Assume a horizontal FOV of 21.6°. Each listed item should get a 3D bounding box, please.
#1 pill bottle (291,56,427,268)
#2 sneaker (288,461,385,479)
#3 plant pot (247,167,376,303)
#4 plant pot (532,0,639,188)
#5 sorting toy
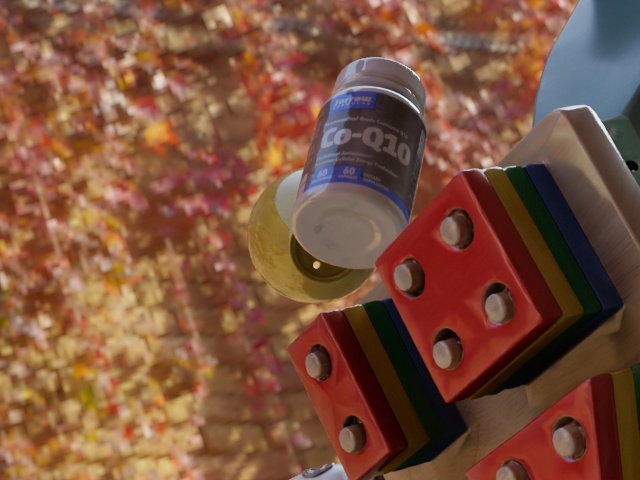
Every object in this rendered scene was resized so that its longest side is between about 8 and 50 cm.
[{"bbox_3d":[0.030,-0.055,1.133,0.078,0.137,0.078,8,-41,7],"label":"pill bottle"},{"bbox_3d":[0.027,0.373,1.584,0.146,0.330,0.122,-11,-4,19],"label":"sneaker"},{"bbox_3d":[0.000,0.000,1.579,0.134,0.134,0.095,-21,8,-2],"label":"plant pot"},{"bbox_3d":[0.308,-0.130,1.578,0.166,0.234,0.165,-10,-59,41],"label":"plant pot"},{"bbox_3d":[0.097,0.106,0.893,0.089,0.255,0.257,-9,-26,-39],"label":"sorting toy"}]
